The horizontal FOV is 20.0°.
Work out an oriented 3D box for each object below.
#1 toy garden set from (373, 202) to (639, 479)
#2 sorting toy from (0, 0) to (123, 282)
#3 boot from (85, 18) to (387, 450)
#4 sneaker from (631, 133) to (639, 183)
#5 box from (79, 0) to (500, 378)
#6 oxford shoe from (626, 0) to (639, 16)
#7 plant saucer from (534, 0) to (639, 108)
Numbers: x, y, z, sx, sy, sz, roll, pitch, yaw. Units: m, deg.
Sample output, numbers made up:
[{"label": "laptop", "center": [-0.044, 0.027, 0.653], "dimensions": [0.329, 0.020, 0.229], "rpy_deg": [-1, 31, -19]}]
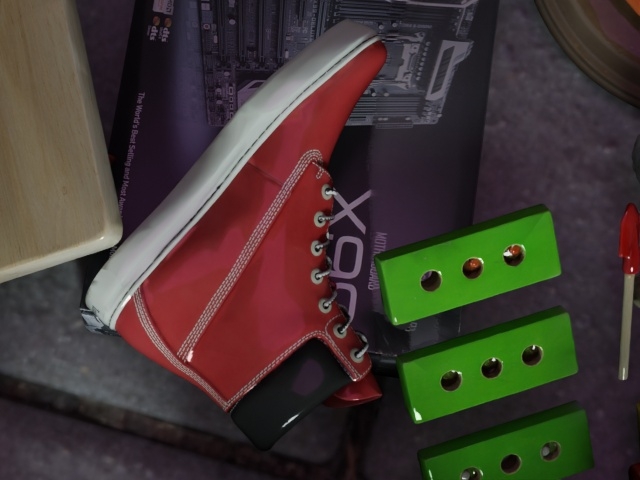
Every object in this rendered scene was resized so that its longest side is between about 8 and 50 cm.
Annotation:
[{"label": "toy garden set", "center": [0.150, 0.086, 1.135], "dimensions": [0.203, 0.049, 0.244], "rpy_deg": [-17, 113, -9]}, {"label": "sorting toy", "center": [-0.252, -0.080, 1.156], "dimensions": [0.255, 0.089, 0.257], "rpy_deg": [-17, 76, 16]}, {"label": "boot", "center": [0.000, 0.000, 1.107], "dimensions": [0.176, 0.088, 0.244], "rpy_deg": [38, 85, 6]}, {"label": "sneaker", "center": [0.350, -0.028, 1.201], "dimensions": [0.297, 0.111, 0.129], "rpy_deg": [20, 74, -3]}, {"label": "box", "center": [-0.014, -0.073, 1.207], "dimensions": [0.242, 0.076, 0.308], "rpy_deg": [9, 75, 0]}, {"label": "oxford shoe", "center": [0.343, -0.153, 1.154], "dimensions": [0.363, 0.130, 0.133], "rpy_deg": [30, 59, 15]}, {"label": "plant saucer", "center": [0.273, -0.217, 1.226], "dimensions": [0.277, 0.041, 0.278], "rpy_deg": [0, 90, 9]}]
